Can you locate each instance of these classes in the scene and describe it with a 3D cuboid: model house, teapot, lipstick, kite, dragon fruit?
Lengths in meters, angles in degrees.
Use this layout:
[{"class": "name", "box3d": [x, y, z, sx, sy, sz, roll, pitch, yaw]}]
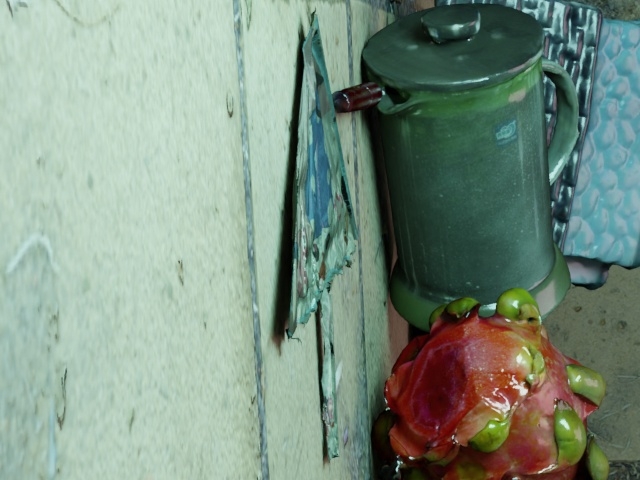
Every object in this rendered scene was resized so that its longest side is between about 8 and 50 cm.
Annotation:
[{"class": "model house", "box3d": [0.205, -0.125, 1.852, 0.297, 0.339, 0.360, 19, -79, 53]}, {"class": "teapot", "box3d": [0.175, -0.098, 1.595, 0.270, 0.200, 0.337, -30, 128, -27]}, {"class": "lipstick", "box3d": [0.033, -0.130, 1.380, 0.176, 0.027, 0.027, -38, 126, -78]}, {"class": "kite", "box3d": [-0.001, 0.000, 1.197, 0.406, 0.014, 0.368, -48, 136, -77]}, {"class": "dragon fruit", "box3d": [0.160, 0.194, 1.532, 0.307, 0.243, 0.227, -38, -153, 47]}]

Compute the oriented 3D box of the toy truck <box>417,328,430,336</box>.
[{"class": "toy truck", "box3d": [0.178, 0.136, 1.957, 0.125, 0.101, 0.242, 50, -14, 35]}]
